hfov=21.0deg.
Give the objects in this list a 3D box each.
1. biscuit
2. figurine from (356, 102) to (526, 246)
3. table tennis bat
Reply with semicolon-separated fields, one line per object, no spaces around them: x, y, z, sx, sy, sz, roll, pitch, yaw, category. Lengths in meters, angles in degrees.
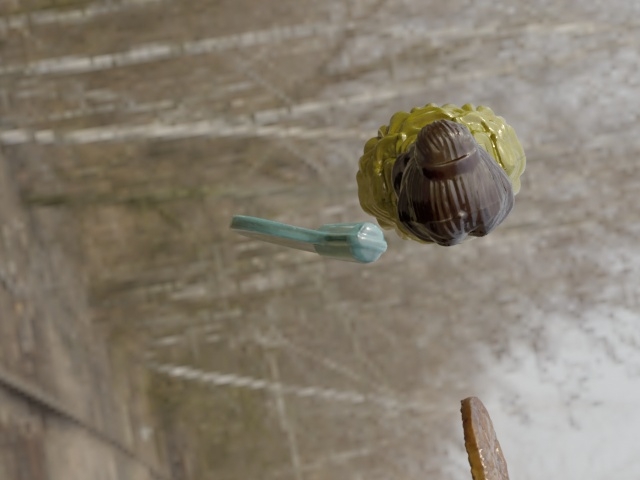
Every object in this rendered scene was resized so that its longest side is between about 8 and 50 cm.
0.190;0.262;1.893;0.188;0.027;0.188;-15;90;-81;biscuit
0.134;-0.051;1.803;0.315;0.187;0.168;-86;-174;-81;figurine
0.000;0.000;1.663;0.237;0.149;0.038;4;-101;66;table tennis bat
